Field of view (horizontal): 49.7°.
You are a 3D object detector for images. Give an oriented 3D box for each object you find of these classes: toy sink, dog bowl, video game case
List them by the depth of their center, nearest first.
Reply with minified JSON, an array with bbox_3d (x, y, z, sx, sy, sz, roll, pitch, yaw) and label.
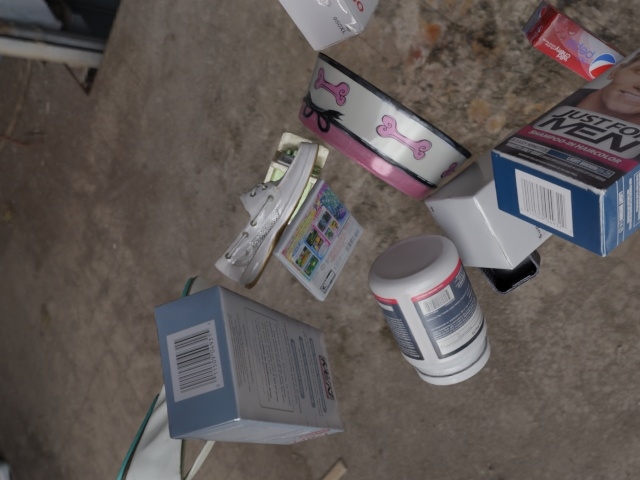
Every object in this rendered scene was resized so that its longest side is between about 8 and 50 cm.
[{"bbox_3d":[0.000,0.000,1.176,0.019,0.143,0.157,8,59,45],"label":"video game case"},{"bbox_3d":[0.128,-0.243,1.535,0.408,0.408,0.150,41,103,35],"label":"dog bowl"},{"bbox_3d":[-0.085,-0.181,2.047,0.152,0.131,0.234,22,113,-5],"label":"toy sink"}]

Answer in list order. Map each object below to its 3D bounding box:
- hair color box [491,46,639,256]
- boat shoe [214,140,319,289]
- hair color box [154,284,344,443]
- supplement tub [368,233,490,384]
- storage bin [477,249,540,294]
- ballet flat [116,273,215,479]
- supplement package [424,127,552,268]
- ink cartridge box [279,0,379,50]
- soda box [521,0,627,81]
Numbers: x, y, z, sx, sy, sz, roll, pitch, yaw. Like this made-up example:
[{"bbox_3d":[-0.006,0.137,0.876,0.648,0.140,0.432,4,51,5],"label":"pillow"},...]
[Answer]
[{"bbox_3d":[0.409,-0.139,0.904,0.174,0.347,0.105,34,150,47],"label":"hair color box"},{"bbox_3d":[-0.094,-0.057,1.176,0.096,0.098,0.277,28,91,-2],"label":"boat shoe"},{"bbox_3d":[-0.095,0.209,1.068,0.113,0.374,0.186,-20,67,17],"label":"hair color box"},{"bbox_3d":[0.230,0.142,1.431,0.191,0.191,0.272,0,126,44],"label":"supplement tub"},{"bbox_3d":[0.439,0.024,1.683,0.122,0.084,0.180,-37,93,26],"label":"storage bin"},{"bbox_3d":[-0.212,0.252,1.153,0.139,0.139,0.401,-16,49,44],"label":"ballet flat"},{"bbox_3d":[0.401,-0.094,1.437,0.175,0.293,0.177,58,160,-14],"label":"supplement package"},{"bbox_3d":[0.031,-0.721,1.739,0.166,0.285,0.395,-13,41,40],"label":"ink cartridge box"},{"bbox_3d":[0.574,-0.420,1.523,0.083,0.263,0.092,-55,26,29],"label":"soda box"}]
